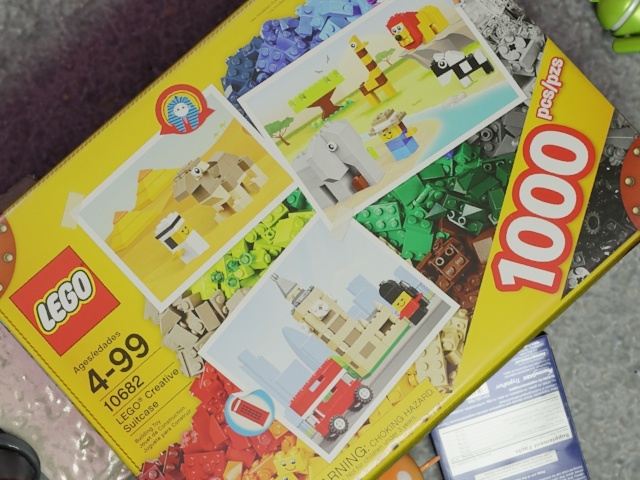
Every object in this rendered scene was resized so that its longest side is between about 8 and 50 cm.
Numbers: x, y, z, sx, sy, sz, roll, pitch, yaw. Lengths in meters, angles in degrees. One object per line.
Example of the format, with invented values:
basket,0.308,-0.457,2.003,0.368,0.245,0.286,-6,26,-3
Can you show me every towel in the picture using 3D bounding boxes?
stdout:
towel,-0.245,0.096,1.787,0.187,0.049,0.282,-41,96,-1

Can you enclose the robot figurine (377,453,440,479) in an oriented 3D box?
robot figurine,0.006,0.249,1.778,0.219,0.158,0.128,-3,130,-3

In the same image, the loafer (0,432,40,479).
loafer,-0.347,0.319,1.749,0.109,0.095,0.302,24,105,-19

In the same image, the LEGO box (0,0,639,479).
LEGO box,0.000,0.000,1.658,0.500,0.193,0.372,-42,82,-6

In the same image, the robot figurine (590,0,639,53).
robot figurine,0.307,-0.210,1.788,0.115,0.067,0.101,32,65,-6

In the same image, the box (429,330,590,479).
box,0.183,0.214,1.833,0.136,0.036,0.225,-17,95,-2
